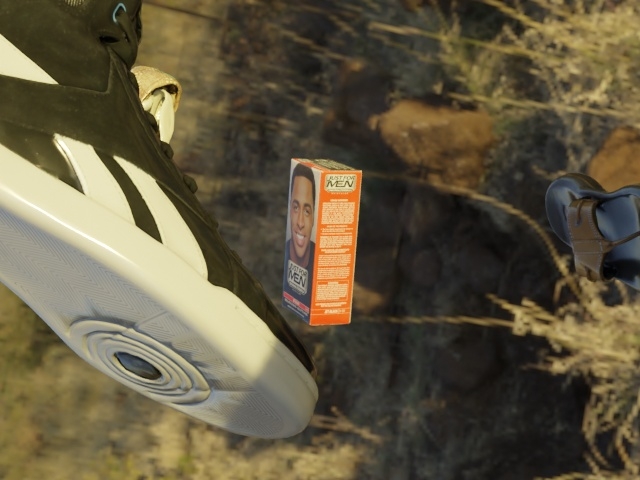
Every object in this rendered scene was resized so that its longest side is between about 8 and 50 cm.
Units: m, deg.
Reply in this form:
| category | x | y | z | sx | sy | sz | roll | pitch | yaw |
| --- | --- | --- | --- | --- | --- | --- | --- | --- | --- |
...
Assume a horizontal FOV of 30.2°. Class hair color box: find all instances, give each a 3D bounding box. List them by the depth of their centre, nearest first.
| category | x | y | z | sx | sy | sz | roll | pitch | yaw |
| --- | --- | --- | --- | --- | --- | --- | --- | --- | --- |
| hair color box | 0.000 | 0.000 | 1.081 | 0.072 | 0.043 | 0.141 | -153 | 65 | -63 |

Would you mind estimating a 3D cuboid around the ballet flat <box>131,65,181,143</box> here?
| category | x | y | z | sx | sy | sz | roll | pitch | yaw |
| --- | --- | --- | --- | --- | --- | --- | --- | --- | --- |
| ballet flat | -0.193 | -0.084 | 1.213 | 0.067 | 0.073 | 0.206 | 8 | 77 | 31 |

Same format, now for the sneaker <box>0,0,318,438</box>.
| category | x | y | z | sx | sy | sz | roll | pitch | yaw |
| --- | --- | --- | --- | --- | --- | --- | --- | --- | --- |
| sneaker | -0.067 | -0.034 | 0.408 | 0.079 | 0.217 | 0.121 | -25 | 33 | 51 |

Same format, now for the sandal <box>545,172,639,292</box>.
| category | x | y | z | sx | sy | sz | roll | pitch | yaw |
| --- | --- | --- | --- | --- | --- | --- | --- | --- | --- |
| sandal | 0.216 | -0.008 | 0.935 | 0.219 | 0.060 | 0.090 | -133 | 31 | -71 |
